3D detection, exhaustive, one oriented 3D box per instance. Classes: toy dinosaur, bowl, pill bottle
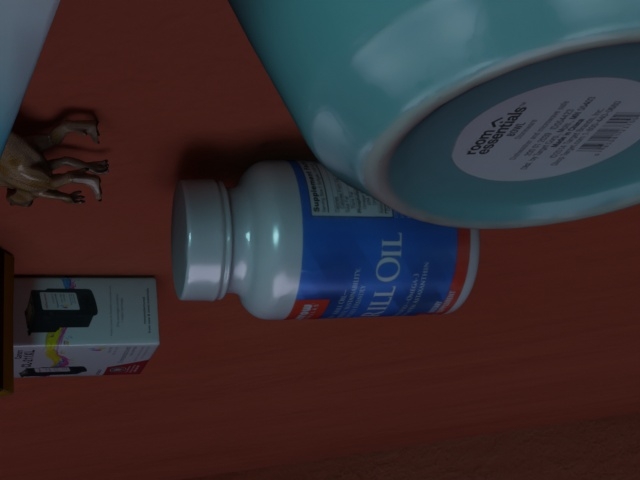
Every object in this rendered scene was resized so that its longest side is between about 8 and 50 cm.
[{"bbox_3d":[-0.195,-0.053,0.634,0.093,0.053,0.183,-4,159,-5],"label":"toy dinosaur"},{"bbox_3d":[0.099,-0.112,0.422,0.312,0.163,0.311,-7,159,-3],"label":"bowl"},{"bbox_3d":[0.000,0.000,0.733,0.222,0.124,0.124,-1,158,-16],"label":"pill bottle"}]

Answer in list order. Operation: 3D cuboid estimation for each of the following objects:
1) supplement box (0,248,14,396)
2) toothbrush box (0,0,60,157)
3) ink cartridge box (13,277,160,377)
[{"bbox_3d":[-0.380,0.059,0.759,0.191,0.129,0.194,-10,158,9],"label":"supplement box"},{"bbox_3d":[-0.213,-0.123,0.345,0.216,0.126,0.295,5,155,-28],"label":"toothbrush box"},{"bbox_3d":[-0.262,0.090,0.957,0.175,0.072,0.127,1,158,-20],"label":"ink cartridge box"}]
